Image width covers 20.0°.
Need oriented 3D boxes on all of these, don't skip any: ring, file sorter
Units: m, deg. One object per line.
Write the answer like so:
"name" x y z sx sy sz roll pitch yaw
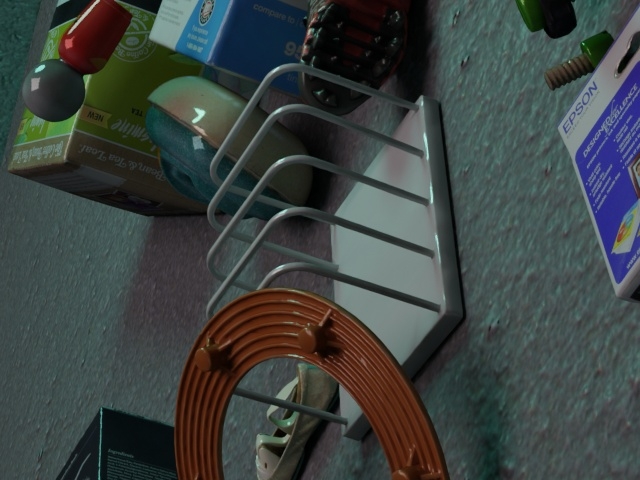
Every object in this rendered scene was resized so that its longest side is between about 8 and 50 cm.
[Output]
"ring" -0.020 0.205 1.493 0.337 0.032 0.336 13 108 45
"file sorter" 0.000 0.000 1.663 0.193 0.173 0.277 -53 27 39

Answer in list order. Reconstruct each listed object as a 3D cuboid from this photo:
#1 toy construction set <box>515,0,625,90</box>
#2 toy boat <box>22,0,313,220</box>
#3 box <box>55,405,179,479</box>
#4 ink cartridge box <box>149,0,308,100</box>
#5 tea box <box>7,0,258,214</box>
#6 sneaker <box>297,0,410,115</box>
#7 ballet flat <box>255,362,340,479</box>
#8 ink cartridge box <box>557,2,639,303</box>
"toy construction set" 0.210 -0.334 1.405 0.237 0.257 0.309 -25 52 2
"toy boat" -0.166 -0.124 1.978 0.148 0.318 0.267 -54 21 -1
"box" -0.234 0.321 2.079 0.153 0.108 0.207 -56 25 37
"ink cartridge box" -0.027 -0.372 2.045 0.395 0.166 0.285 -70 21 5
"tea box" -0.230 -0.211 2.352 0.329 0.220 0.323 -2 71 68
"sneaker" 0.033 -0.216 1.835 0.135 0.098 0.276 -51 16 52
"ballet flat" -0.036 0.187 1.766 0.168 0.052 0.057 -64 22 21
"ink cartridge box" 0.254 -0.092 1.273 0.206 0.045 0.208 -59 25 32
